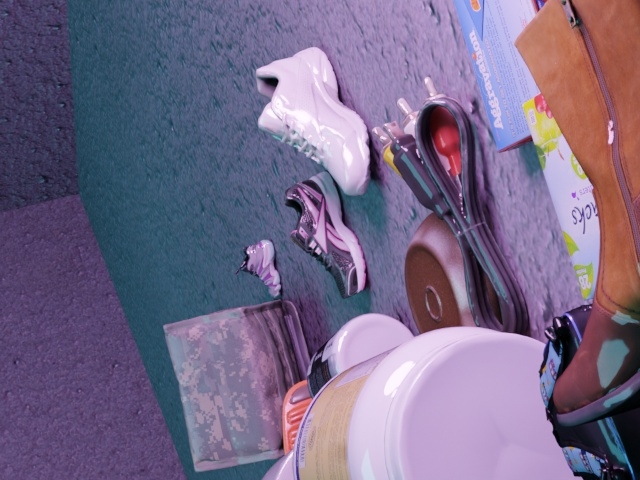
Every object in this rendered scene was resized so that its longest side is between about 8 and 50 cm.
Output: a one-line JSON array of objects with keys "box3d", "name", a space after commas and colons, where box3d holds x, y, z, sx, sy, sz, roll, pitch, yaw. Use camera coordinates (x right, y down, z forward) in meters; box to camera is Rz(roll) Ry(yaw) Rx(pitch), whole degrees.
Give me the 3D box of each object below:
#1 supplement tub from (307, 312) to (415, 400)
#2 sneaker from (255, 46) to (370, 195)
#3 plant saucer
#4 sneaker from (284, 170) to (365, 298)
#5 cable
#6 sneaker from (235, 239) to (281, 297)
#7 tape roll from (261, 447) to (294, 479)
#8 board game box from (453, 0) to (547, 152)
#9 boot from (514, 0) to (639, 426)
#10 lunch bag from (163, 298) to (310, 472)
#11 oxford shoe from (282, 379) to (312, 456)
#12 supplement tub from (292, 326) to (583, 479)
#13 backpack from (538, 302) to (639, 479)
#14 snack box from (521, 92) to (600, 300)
[{"box3d": [0.050, 0.170, 1.690, 0.190, 0.117, 0.117, 130, 123, -67], "name": "supplement tub"}, {"box3d": [-0.016, -0.137, 1.639, 0.090, 0.115, 0.232, 97, 152, -50], "name": "sneaker"}, {"box3d": [0.140, 0.067, 1.471, 0.198, 0.036, 0.199, 166, 90, -72], "name": "plant saucer"}, {"box3d": [0.000, 0.000, 1.766, 0.072, 0.077, 0.178, 116, 135, -65], "name": "sneaker"}, {"box3d": [0.155, -0.038, 1.355, 0.287, 0.072, 0.139, 58, 137, 11], "name": "cable"}, {"box3d": [-0.105, 0.052, 2.133, 0.038, 0.069, 0.098, -164, 61, -70], "name": "sneaker"}, {"box3d": [0.038, 0.360, 1.670, 0.169, 0.246, 0.246, 128, 125, -68], "name": "tape roll"}, {"box3d": [0.160, -0.230, 1.185, 0.145, 0.027, 0.281, 155, 100, -70], "name": "board game box"}, {"box3d": [0.191, -0.031, 0.916, 0.264, 0.096, 0.280, 115, 136, -58], "name": "boot"}, {"box3d": [-0.099, 0.217, 2.057, 0.287, 0.169, 0.235, -6, -97, -71], "name": "lunch bag"}, {"box3d": [0.023, 0.384, 1.937, 0.133, 0.130, 0.364, 128, 125, -76], "name": "oxford shoe"}, {"box3d": [0.121, 0.216, 1.312, 0.331, 0.241, 0.241, 141, 112, -70], "name": "supplement tub"}, {"box3d": [0.246, 0.132, 1.072, 0.173, 0.116, 0.158, 91, 161, -73], "name": "backpack"}, {"box3d": [0.247, -0.056, 0.992, 0.207, 0.070, 0.175, 152, 102, -72], "name": "snack box"}]
